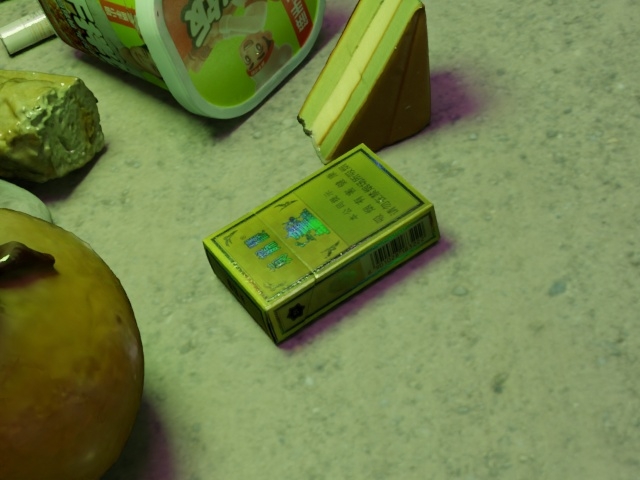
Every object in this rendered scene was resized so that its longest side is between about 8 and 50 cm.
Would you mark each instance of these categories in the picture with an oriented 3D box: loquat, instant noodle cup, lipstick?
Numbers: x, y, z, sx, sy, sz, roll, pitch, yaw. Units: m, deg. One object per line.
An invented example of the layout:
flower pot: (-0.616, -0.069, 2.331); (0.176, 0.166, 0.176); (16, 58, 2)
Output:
loquat: (-0.327, 0.109, 1.323); (0.328, 0.359, 0.328); (4, 60, -7)
instant noodle cup: (-0.199, -0.328, 1.768); (0.308, 0.294, 0.294); (22, 57, 40)
lipstick: (-0.373, -0.302, 1.929); (0.141, 0.040, 0.040); (-27, 46, -10)

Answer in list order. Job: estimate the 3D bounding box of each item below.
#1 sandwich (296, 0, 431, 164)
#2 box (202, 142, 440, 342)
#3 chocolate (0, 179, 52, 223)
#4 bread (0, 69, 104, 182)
sandwich: (0.044, -0.205, 1.625); (0.144, 0.187, 0.117); (-19, 45, -11)
box: (0.000, 0.000, 1.523); (0.220, 0.064, 0.141); (-31, 47, -16)
chocolate: (-0.452, 0.028, 1.608); (0.185, 0.100, 0.303); (15, 50, 31)
bread: (-0.414, -0.145, 1.720); (0.267, 0.152, 0.130); (7, 73, 22)
